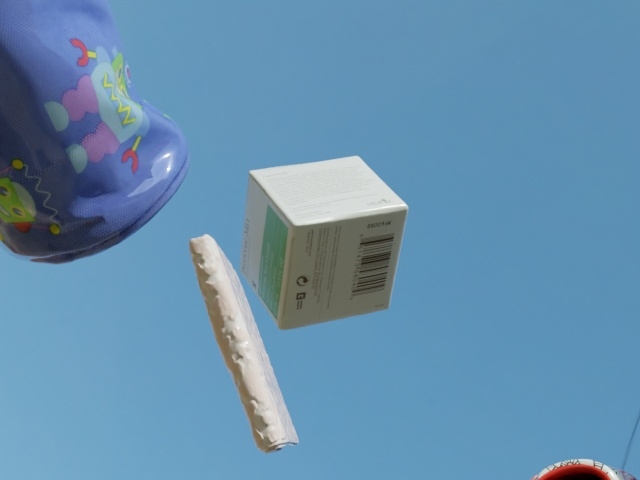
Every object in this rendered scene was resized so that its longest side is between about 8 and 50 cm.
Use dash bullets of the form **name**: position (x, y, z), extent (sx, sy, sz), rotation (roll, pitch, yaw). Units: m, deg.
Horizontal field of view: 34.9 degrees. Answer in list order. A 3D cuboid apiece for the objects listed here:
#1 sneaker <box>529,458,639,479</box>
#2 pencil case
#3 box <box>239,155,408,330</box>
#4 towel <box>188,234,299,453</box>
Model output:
- **sneaker**: position (0.211, 0.305, 1.088), extent (0.270, 0.145, 0.090), rotation (-25, -120, 20)
- **pencil case**: position (-0.167, -0.139, 0.502), extent (0.119, 0.133, 0.306), rotation (-1, -54, 29)
- **box**: position (0.000, 0.000, 0.803), extent (0.087, 0.102, 0.101), rotation (51, -38, 47)
- **towel**: position (-0.120, 0.177, 1.612), extent (0.053, 0.317, 0.331), rotation (-22, -102, -2)
